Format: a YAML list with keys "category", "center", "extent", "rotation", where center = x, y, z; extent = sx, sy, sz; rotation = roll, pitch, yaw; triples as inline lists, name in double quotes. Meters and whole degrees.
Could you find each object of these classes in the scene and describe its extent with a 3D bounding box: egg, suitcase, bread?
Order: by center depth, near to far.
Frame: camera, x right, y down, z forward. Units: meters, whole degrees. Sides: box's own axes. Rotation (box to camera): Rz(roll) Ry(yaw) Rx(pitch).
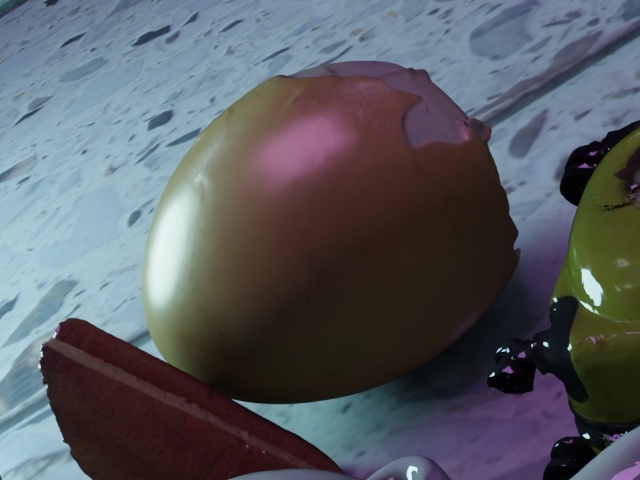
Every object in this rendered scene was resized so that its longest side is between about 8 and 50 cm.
- category: "suitcase"
  center: [0.212, 0.013, 0.633]
  extent: [0.235, 0.143, 0.194]
  rotation: [-11, 34, 35]
- category: "bread"
  center: [-0.086, 0.127, 0.803]
  extent: [0.067, 0.192, 0.119]
  rotation: [-64, 3, -38]
- category: "egg"
  center: [0.000, 0.000, 0.827]
  extent: [0.244, 0.201, 0.201]
  rotation: [-38, 26, 6]

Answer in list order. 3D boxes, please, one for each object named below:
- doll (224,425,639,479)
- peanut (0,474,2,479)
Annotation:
- category: "doll"
  center: [-0.034, 0.223, 0.542]
  extent: [0.376, 0.187, 0.365]
  rotation: [-45, 3, 46]
- category: "peanut"
  center: [-0.250, 0.200, 0.862]
  extent: [0.101, 0.117, 0.263]
  rotation: [-12, 23, -6]
